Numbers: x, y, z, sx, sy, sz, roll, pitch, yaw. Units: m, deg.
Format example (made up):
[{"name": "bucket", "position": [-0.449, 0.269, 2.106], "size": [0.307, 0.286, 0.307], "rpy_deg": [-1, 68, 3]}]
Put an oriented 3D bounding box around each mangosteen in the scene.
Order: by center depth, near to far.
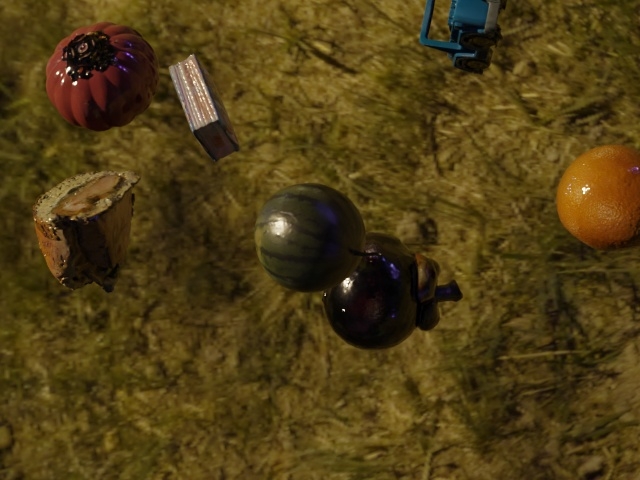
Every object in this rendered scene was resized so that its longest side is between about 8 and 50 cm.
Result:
[{"name": "mangosteen", "position": [0.127, 0.091, 1.780], "size": [0.249, 0.211, 0.212], "rpy_deg": [4, 93, -3]}]

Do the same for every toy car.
[{"name": "toy car", "position": [0.177, -0.278, 1.243], "size": [0.100, 0.191, 0.097], "rpy_deg": [11, 82, 6]}]

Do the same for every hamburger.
[{"name": "hamburger", "position": [-0.233, -0.004, 1.003], "size": [0.087, 0.176, 0.102], "rpy_deg": [6, 109, -1]}]

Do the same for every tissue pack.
[{"name": "tissue pack", "position": [-0.204, -0.233, 1.794], "size": [0.065, 0.115, 0.155], "rpy_deg": [-26, 63, 4]}]

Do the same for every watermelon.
[{"name": "watermelon", "position": [0.000, 0.000, 0.953], "size": [0.133, 0.105, 0.105], "rpy_deg": [14, 98, 36]}]

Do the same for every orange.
[{"name": "orange", "position": [0.527, -0.074, 1.816], "size": [0.206, 0.206, 0.206], "rpy_deg": [0, 91, 34]}]

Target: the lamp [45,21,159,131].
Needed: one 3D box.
[{"name": "lamp", "position": [-0.203, -0.153, 0.950], "size": [0.107, 0.092, 0.108], "rpy_deg": [-6, 62, 12]}]
